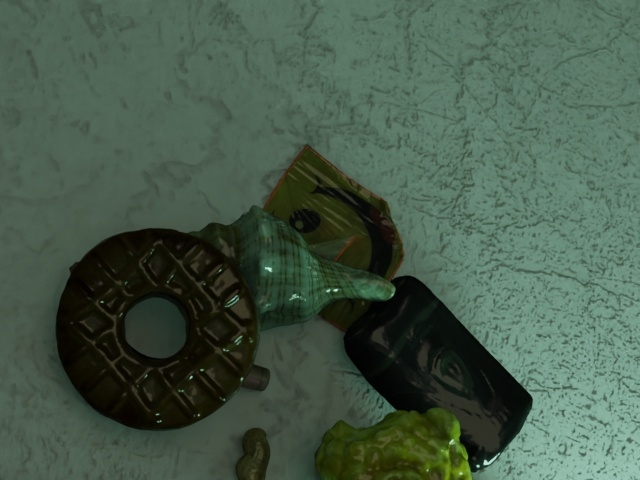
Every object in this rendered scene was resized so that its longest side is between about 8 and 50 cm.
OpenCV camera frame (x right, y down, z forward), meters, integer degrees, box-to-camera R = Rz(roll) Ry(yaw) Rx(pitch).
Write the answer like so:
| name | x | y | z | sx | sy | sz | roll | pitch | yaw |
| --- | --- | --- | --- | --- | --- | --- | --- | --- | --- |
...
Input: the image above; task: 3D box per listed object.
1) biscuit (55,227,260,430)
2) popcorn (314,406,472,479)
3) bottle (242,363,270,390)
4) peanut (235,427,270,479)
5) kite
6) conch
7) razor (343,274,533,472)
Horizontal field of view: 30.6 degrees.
| name | x | y | z | sx | sy | sz | roll | pitch | yaw |
| --- | --- | --- | --- | --- | --- | --- | --- | --- | --- |
| biscuit | -0.258 | 0.141 | 1.852 | 0.332 | 0.103 | 0.332 | 0 | 83 | -2 |
| popcorn | 0.130 | 0.397 | 1.901 | 0.250 | 0.235 | 0.242 | -18 | 104 | -7 |
| bottle | -0.134 | 0.223 | 1.959 | 0.096 | 0.045 | 0.045 | 19 | 64 | -17 |
| peanut | -0.110 | 0.361 | 1.914 | 0.053 | 0.054 | 0.113 | 17 | 62 | -16 |
| kite | -0.001 | 0.001 | 2.120 | 0.327 | 0.013 | 0.378 | -11 | 76 | -24 |
| conch | -0.074 | 0.064 | 1.971 | 0.386 | 0.203 | 0.169 | 23 | 26 | 4 |
| razor | 0.206 | 0.234 | 2.057 | 0.349 | 0.113 | 0.204 | 46 | 62 | -2 |
